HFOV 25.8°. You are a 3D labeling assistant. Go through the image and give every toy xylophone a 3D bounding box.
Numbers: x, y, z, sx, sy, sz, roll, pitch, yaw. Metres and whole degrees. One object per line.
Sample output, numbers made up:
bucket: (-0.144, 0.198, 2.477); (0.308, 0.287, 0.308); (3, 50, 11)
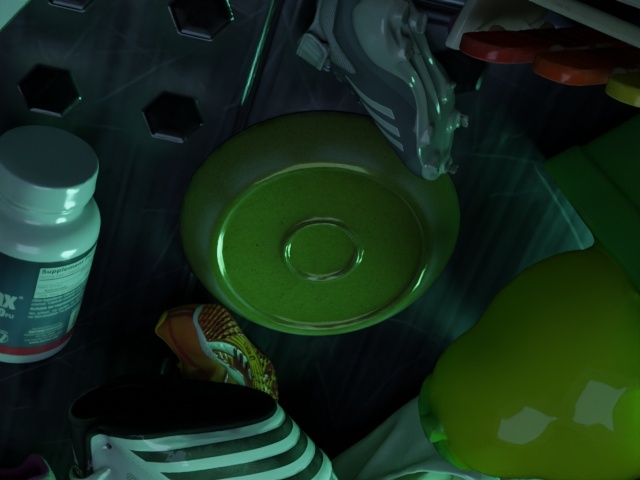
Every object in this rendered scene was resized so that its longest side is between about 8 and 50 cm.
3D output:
toy xylophone: (0.222, -0.121, 0.925); (0.236, 0.323, 0.081); (-7, 119, -44)

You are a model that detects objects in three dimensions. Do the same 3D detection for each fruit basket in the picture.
fruit basket: (0.272, 0.083, 1.052); (0.392, 0.392, 0.283); (-38, 122, 25)

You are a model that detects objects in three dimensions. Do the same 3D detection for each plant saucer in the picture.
plant saucer: (0.000, 0.000, 1.185); (0.241, 0.037, 0.241); (-1, 130, -1)

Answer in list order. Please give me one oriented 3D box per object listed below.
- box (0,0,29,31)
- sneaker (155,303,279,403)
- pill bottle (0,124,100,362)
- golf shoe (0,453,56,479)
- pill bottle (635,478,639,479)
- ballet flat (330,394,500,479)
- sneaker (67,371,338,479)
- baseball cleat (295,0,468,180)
box: (-0.242, -0.282, 0.930); (0.232, 0.058, 0.322); (37, 120, -28)
sneaker: (-0.089, 0.117, 1.273); (0.067, 0.064, 0.175); (-4, 131, 31)
pill bottle: (-0.237, 0.001, 1.128); (0.108, 0.108, 0.180); (12, 127, -12)
golf shoe: (-0.394, 0.264, 1.346); (0.306, 0.115, 0.140); (-1, 121, -12)
pill bottle: (0.283, 0.272, 1.115); (0.176, 0.318, 0.176); (1, 93, 10)
ballet flat: (0.024, 0.290, 1.363); (0.139, 0.139, 0.400); (33, 121, -26)
sneaker: (-0.201, 0.260, 1.258); (0.447, 0.169, 0.257); (-27, 109, 9)
baseball cleat: (0.045, -0.127, 1.073); (0.109, 0.072, 0.206); (15, 149, 26)
